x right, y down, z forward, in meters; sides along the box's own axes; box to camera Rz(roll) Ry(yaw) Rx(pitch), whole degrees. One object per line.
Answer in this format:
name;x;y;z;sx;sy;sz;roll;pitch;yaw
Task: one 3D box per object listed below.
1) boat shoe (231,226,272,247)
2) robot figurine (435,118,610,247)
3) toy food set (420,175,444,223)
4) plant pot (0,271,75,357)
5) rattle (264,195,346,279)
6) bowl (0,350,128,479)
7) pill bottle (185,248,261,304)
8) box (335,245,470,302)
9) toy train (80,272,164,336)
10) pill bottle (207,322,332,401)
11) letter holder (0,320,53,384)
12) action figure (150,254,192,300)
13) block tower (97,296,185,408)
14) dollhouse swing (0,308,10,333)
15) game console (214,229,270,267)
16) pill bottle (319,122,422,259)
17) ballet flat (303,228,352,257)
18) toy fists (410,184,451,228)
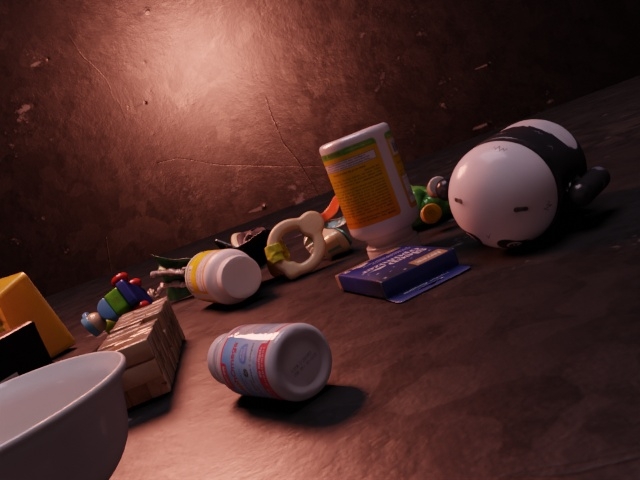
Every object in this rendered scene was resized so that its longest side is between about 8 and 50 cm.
boat shoe;-0.171;0.009;1.897;0.092;0.102;0.285;-25;2;7
robot figurine;0.317;-0.091;1.100;0.278;0.173;0.209;-31;-11;-49
toy food set;0.307;-0.103;1.417;0.232;0.111;0.104;-21;-4;3
plant pot;-0.753;0.223;1.640;0.212;0.212;0.187;-13;24;45
rattle;-0.027;0.001;1.527;0.199;0.130;0.142;-50;-23;-15
bowl;-0.305;0.231;0.665;0.298;0.134;0.298;-20;9;3
pill bottle;-0.204;0.076;1.473;0.118;0.117;0.208;-25;9;-26
box;0.127;0.049;1.118;0.136;0.036;0.225;-24;10;-19
toy train;-0.459;0.171;1.646;0.143;0.105;0.248;-39;-12;-4
pill bottle;-0.067;0.141;0.817;0.087;0.087;0.160;-27;10;-37
letter holder;-0.575;0.269;1.045;0.214;0.152;0.302;-20;8;18
action figure;-0.307;0.088;1.724;0.232;0.137;0.063;-8;27;22
block tower;-0.289;0.177;1.130;0.097;0.091;0.335;-21;8;-4
dollhouse swing;-0.806;0.209;1.298;0.315;0.346;0.305;-21;7;-2
game console;-0.160;0.013;1.554;0.107;0.071;0.122;19;-17;25
pill bottle;0.102;-0.082;1.289;0.136;0.245;0.136;-21;8;3
ballet flat;0.000;0.000;1.630;0.086;0.086;0.248;-22;10;-10
toy fists;0.187;-0.078;1.585;0.142;0.096;0.279;-25;10;-17
